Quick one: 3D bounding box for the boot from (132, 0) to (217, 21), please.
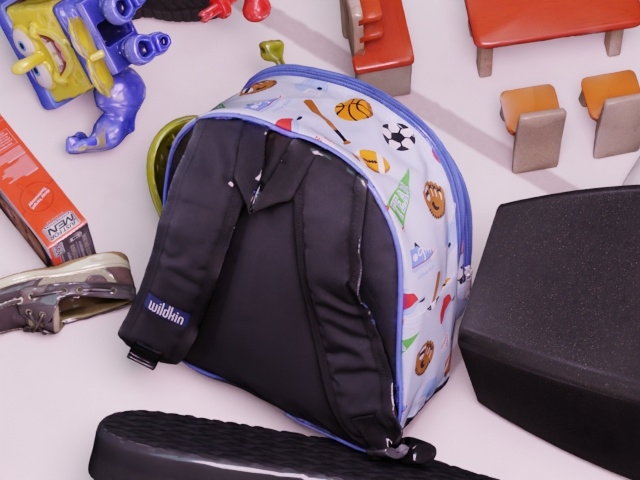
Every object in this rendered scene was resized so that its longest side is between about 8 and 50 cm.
[{"bbox_3d":[-0.178,-0.271,1.632,0.198,0.077,0.137,6,56,-4],"label":"boot"}]

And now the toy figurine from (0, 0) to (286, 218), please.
[{"bbox_3d":[-0.176,-0.166,1.545,0.191,0.217,0.362,-40,113,-31],"label":"toy figurine"}]

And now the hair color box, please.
[{"bbox_3d":[-0.250,-0.039,1.511,0.043,0.072,0.141,-36,68,-15],"label":"hair color box"}]

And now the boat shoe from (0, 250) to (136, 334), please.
[{"bbox_3d":[-0.227,0.053,1.474,0.152,0.056,0.049,-20,60,-8],"label":"boat shoe"}]

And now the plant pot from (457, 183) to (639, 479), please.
[{"bbox_3d":[0.210,0.064,1.398,0.167,0.187,0.188,12,65,20],"label":"plant pot"}]

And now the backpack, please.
[{"bbox_3d":[0.000,0.000,1.369,0.276,0.263,0.213,19,44,20],"label":"backpack"}]

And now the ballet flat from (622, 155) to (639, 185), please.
[{"bbox_3d":[0.421,-0.113,1.498,0.400,0.139,0.139,-28,67,-11],"label":"ballet flat"}]

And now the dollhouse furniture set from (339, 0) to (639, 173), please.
[{"bbox_3d":[0.149,-0.203,1.545,0.259,0.135,0.262,-10,64,-3],"label":"dollhouse furniture set"}]

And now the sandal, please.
[{"bbox_3d":[0.040,0.223,1.350,0.446,0.167,0.107,11,98,9],"label":"sandal"}]
